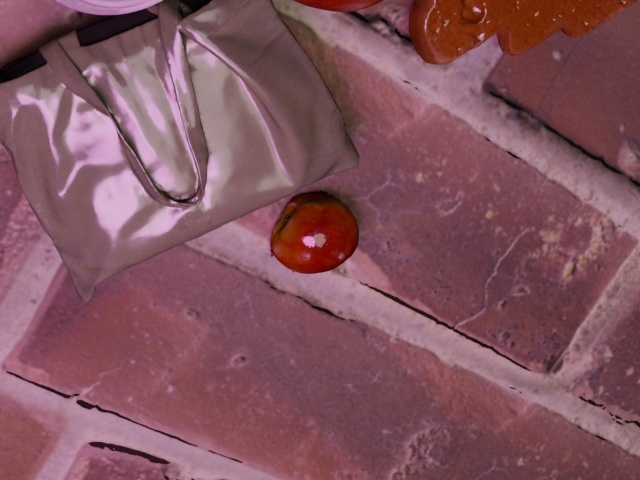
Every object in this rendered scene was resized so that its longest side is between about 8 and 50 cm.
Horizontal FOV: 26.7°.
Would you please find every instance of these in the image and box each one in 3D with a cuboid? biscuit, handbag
[{"bbox_3d":[0.219,-0.299,1.375,0.306,0.043,0.284,9,110,-26],"label":"biscuit"},{"bbox_3d":[-0.144,-0.107,1.299,0.316,0.109,0.253,-25,117,0],"label":"handbag"}]

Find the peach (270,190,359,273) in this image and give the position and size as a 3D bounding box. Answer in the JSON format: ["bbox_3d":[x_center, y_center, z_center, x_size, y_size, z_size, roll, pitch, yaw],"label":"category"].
[{"bbox_3d":[-0.001,0.000,1.428,0.098,0.061,0.098,-6,109,-17],"label":"peach"}]

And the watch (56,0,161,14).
[{"bbox_3d":[-0.209,-0.295,1.148,0.248,0.211,0.217,-30,130,-14],"label":"watch"}]

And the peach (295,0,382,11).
[{"bbox_3d":[0.027,-0.323,1.200,0.199,0.243,0.243,34,100,-14],"label":"peach"}]
